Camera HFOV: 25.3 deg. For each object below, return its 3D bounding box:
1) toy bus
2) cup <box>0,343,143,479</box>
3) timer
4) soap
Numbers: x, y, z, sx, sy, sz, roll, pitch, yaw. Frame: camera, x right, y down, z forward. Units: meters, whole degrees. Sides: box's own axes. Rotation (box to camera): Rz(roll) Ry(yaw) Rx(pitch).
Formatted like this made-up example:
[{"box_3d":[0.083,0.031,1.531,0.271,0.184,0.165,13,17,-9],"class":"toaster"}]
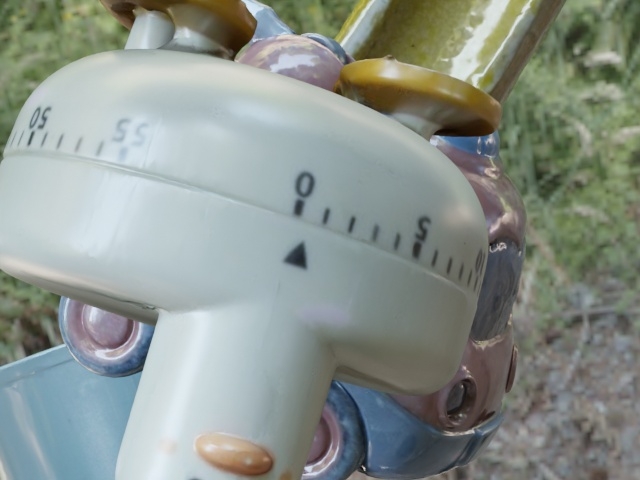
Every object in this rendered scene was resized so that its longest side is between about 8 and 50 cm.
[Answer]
[{"box_3d":[0.000,0.000,0.875,0.294,0.232,0.197,28,13,19],"class":"toy bus"},{"box_3d":[-0.140,0.228,1.204,0.256,0.311,0.331,-17,-3,-38],"class":"cup"},{"box_3d":[-0.043,0.020,0.656,0.233,0.240,0.233,16,-8,2],"class":"timer"},{"box_3d":[0.077,-0.137,1.165,0.335,0.156,0.293,-57,1,-6],"class":"soap"}]
